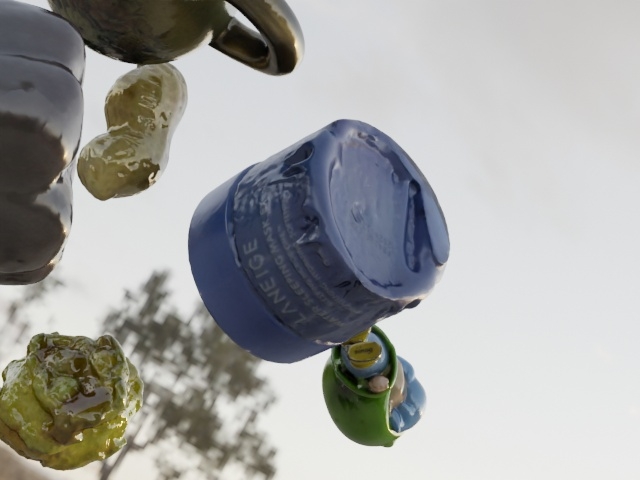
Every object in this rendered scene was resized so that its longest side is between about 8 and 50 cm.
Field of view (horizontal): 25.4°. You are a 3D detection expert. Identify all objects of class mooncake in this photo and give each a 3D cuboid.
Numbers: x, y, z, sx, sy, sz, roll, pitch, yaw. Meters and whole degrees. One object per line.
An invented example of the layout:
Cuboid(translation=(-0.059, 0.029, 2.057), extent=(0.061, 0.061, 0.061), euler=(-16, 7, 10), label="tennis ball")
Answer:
Cuboid(translation=(-0.268, -0.082, 1.170), extent=(0.133, 0.245, 0.245), euler=(5, -14, -15), label="mooncake")

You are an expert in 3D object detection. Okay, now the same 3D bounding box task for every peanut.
Cuboid(translation=(-0.228, -0.133, 1.747), extent=(0.103, 0.229, 0.098), euler=(25, -36, -12), label="peanut")

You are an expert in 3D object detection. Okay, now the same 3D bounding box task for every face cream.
Cuboid(translation=(0.000, 0.000, 1.728), extent=(0.249, 0.249, 0.225), euler=(38, -48, -26), label="face cream")

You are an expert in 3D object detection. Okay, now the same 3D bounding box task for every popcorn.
Cuboid(translation=(-0.328, 0.200, 1.820), extent=(0.197, 0.198, 0.156), euler=(22, -27, 19), label="popcorn")

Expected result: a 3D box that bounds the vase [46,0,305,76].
Cuboid(translation=(-0.148, -0.300, 1.581), extent=(0.329, 0.241, 0.302), euler=(39, -16, -13), label="vase")

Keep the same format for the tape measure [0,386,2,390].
Cuboid(translation=(-0.537, 0.249, 1.942), extent=(0.120, 0.236, 0.197), euler=(36, -29, 34), label="tape measure")

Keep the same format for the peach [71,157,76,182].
Cuboid(translation=(-0.470, -0.079, 2.029), extent=(0.248, 0.274, 0.245), euler=(40, 12, -46), label="peach")

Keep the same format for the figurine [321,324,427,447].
Cuboid(translation=(0.069, 0.200, 2.049), extent=(0.162, 0.143, 0.263), euler=(59, -7, 32), label="figurine")
